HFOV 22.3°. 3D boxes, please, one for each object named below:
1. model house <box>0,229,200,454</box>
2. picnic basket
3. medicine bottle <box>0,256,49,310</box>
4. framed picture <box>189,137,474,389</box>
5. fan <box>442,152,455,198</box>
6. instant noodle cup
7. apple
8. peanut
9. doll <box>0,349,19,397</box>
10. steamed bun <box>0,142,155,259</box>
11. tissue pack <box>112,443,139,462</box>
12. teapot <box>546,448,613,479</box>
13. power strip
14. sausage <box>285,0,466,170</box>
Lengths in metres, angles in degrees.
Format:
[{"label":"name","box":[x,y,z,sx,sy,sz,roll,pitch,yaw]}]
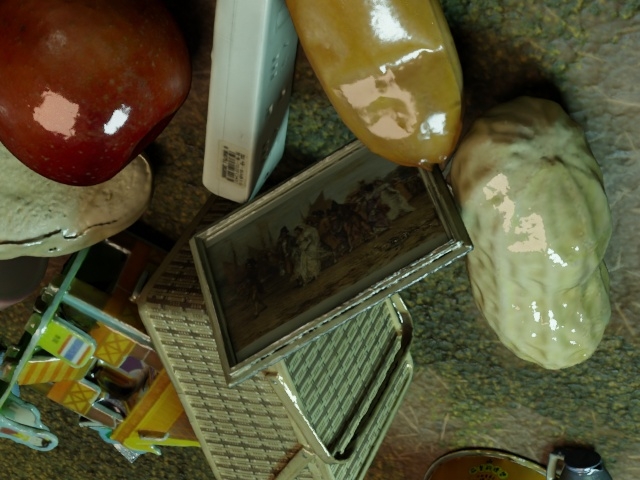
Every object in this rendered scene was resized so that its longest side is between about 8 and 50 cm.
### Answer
[{"label":"model house","box":[-0.226,0.184,1.920,0.313,0.242,0.358,31,132,-8]},{"label":"picnic basket","box":[-0.028,0.114,1.759,0.175,0.228,0.313,3,131,29]},{"label":"medicine bottle","box":[-0.504,0.023,1.902,0.325,0.256,0.256,-20,120,31]},{"label":"framed picture","box":[0.000,0.000,1.568,0.274,0.217,0.017,-31,134,10]},{"label":"fan","box":[0.118,-0.051,1.680,0.085,0.005,0.133,30,139,1]},{"label":"instant noodle cup","box":[0.199,0.381,1.933,0.215,0.172,0.216,14,134,15]},{"label":"apple","box":[-0.238,-0.167,1.604,0.201,0.218,0.218,48,137,3]},{"label":"peanut","box":[0.213,0.004,1.578,0.152,0.152,0.313,8,133,22]},{"label":"doll","box":[-0.450,0.155,2.153,0.180,0.075,0.120,66,168,-10]},{"label":"steamed bun","box":[-0.294,-0.063,1.779,0.212,0.231,0.110,21,166,-12]},{"label":"tissue pack","box":[-0.243,0.213,2.115,0.122,0.026,0.193,40,135,-10]},{"label":"teapot","box":[0.296,0.271,1.864,0.088,0.066,0.057,14,119,45]},{"label":"power strip","box":[-0.065,-0.173,1.591,0.058,0.098,0.338,23,138,14]},{"label":"sausage","box":[0.038,-0.218,1.471,0.134,0.116,0.354,-18,121,8]}]
